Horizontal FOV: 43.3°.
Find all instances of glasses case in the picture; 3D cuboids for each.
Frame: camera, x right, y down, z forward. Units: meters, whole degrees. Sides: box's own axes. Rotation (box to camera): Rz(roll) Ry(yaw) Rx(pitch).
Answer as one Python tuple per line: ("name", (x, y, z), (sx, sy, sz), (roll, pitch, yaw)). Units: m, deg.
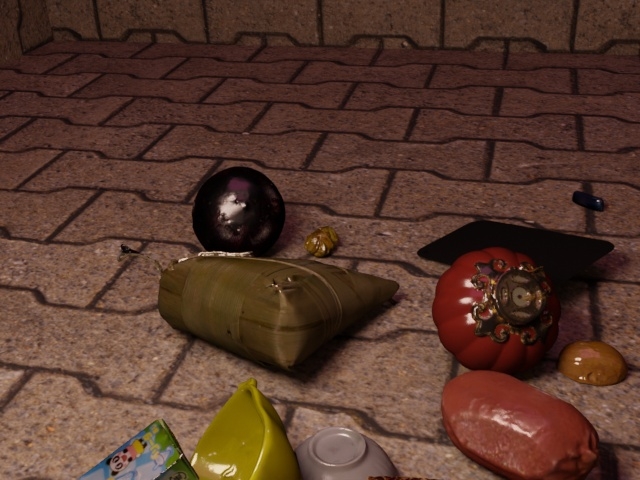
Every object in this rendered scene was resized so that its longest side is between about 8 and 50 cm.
("glasses case", (0.642, -0.094, 1.943), (0.023, 0.034, 0.083), (-34, 40, -28))

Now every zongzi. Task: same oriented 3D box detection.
("zongzi", (-0.123, 0.093, 1.555), (0.446, 0.182, 0.418), (15, 18, 35))

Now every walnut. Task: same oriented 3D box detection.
("walnut", (0.470, 0.203, 1.392), (0.121, 0.052, 0.091), (3, 32, 14))

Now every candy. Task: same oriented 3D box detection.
("candy", (-0.274, 0.346, 1.118), (0.194, 0.062, 0.097), (-36, 38, -13))

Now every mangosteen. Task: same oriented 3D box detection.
("mangosteen", (-0.183, -0.055, 1.796), (0.211, 0.212, 0.250), (-6, -1, -6))

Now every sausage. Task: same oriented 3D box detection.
("sausage", (0.286, 0.279, 1.179), (0.254, 0.148, 0.148), (13, 32, 38))

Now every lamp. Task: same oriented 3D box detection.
("lamp", (0.303, 0.124, 1.403), (0.226, 0.227, 0.227), (-2, 28, 1))

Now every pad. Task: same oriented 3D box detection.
("pad", (0.436, 0.032, 1.743), (0.314, 0.063, 0.375), (-26, 26, -34))

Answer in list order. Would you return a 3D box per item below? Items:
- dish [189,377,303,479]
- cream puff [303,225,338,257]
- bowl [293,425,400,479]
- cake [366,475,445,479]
("dish", (-0.099, 0.330, 1.117), (0.108, 0.221, 0.262), (33, 12, -18))
("cream puff", (0.000, 0.000, 1.798), (0.083, 0.058, 0.083), (-21, 32, -27))
("bowl", (0.024, 0.328, 1.167), (0.188, 0.086, 0.189), (-3, 28, 2))
("cake", (0.080, 0.407, 0.995), (0.135, 0.112, 0.246), (8, 33, 24))
